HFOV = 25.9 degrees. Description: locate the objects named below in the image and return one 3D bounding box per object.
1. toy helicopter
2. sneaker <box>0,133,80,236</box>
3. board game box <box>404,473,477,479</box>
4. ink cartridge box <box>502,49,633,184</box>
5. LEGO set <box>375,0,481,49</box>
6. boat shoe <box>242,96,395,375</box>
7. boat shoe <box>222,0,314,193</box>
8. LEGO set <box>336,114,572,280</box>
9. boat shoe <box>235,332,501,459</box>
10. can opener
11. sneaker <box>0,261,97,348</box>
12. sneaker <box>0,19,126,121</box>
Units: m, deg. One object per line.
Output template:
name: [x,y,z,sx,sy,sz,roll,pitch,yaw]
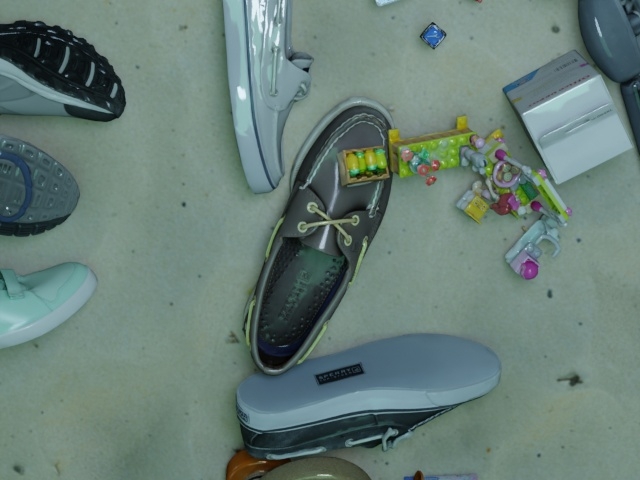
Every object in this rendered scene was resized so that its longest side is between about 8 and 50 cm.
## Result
toy helicopter: [0.022,0.401,1.687,0.235,0.140,0.355,-9,123,0]
sneaker: [-0.398,-0.095,1.491,0.297,0.129,0.111,20,107,-28]
board game box: [0.148,0.331,1.707,0.090,0.020,0.090,-3,111,-1]
ink cartridge box: [0.262,-0.129,1.472,0.092,0.143,0.090,-27,109,8]
LEGO set: [0.126,-0.331,1.456,0.182,0.060,0.244,-17,98,5]
boat shoe: [0.000,0.000,1.538,0.117,0.096,0.324,22,108,-9]
boat shoe: [-0.050,-0.181,1.477,0.088,0.096,0.267,-3,102,5]
LEGO set: [0.164,-0.057,1.479,0.287,0.107,0.132,25,99,-29]
boat shoe: [0.058,0.192,1.601,0.306,0.113,0.105,-13,125,-11]
can opener: [0.340,-0.146,1.495,0.095,0.076,0.283,-27,109,-19]
sneaker: [-0.374,0.040,1.511,0.256,0.094,0.151,-21,114,-20]
sneaker: [-0.341,-0.174,1.477,0.272,0.100,0.108,14,132,-8]
